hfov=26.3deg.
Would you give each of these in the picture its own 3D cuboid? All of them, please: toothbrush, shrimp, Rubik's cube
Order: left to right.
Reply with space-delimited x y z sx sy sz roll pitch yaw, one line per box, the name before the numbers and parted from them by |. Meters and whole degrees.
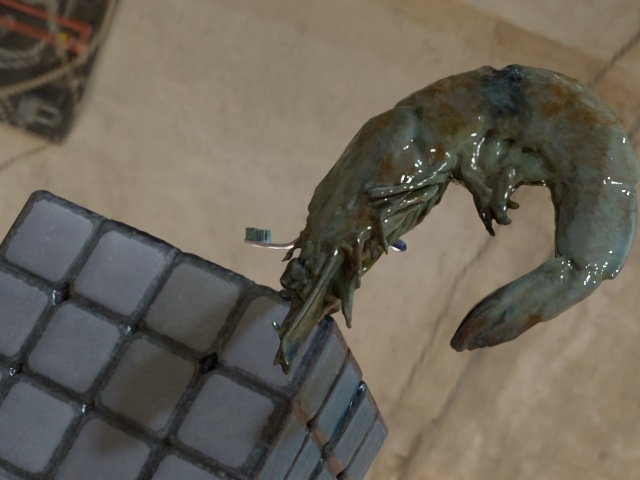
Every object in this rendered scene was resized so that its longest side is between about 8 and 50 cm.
Rubik's cube | -0.173 0.208 1.336 0.344 0.344 0.337 -61 160 -15
toothbrush | 0.000 0.000 1.601 0.269 0.021 0.027 3 -76 46
shrimp | 0.104 -0.009 1.089 0.360 0.247 0.085 -40 150 -18
